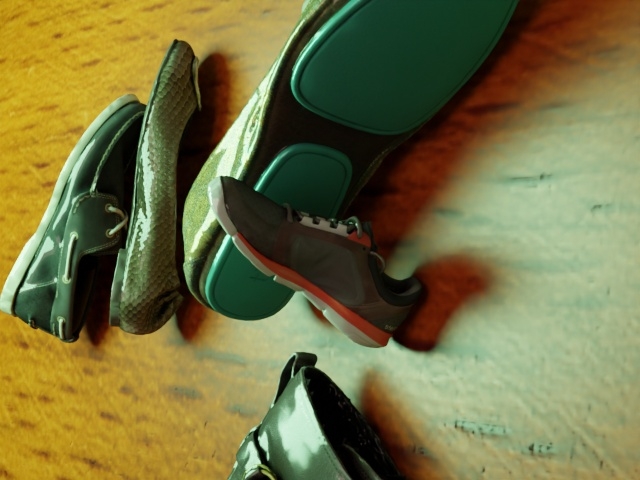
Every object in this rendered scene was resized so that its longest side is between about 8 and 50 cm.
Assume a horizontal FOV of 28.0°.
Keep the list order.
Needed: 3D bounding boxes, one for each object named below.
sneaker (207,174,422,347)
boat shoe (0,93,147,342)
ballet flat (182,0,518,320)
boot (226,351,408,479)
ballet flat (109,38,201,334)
[{"bbox_3d":[0.000,0.000,0.813,0.065,0.158,0.061,-46,20,16],"label":"sneaker"},{"bbox_3d":[-0.202,-0.019,1.151,0.079,0.084,0.233,30,100,13],"label":"boat shoe"},{"bbox_3d":[0.005,-0.096,0.851,0.348,0.123,0.123,-55,43,31],"label":"ballet flat"},{"bbox_3d":[-0.021,0.230,0.820,0.229,0.091,0.263,-47,53,24],"label":"boot"},{"bbox_3d":[-0.125,-0.044,1.061,0.084,0.058,0.249,102,177,-78],"label":"ballet flat"}]
